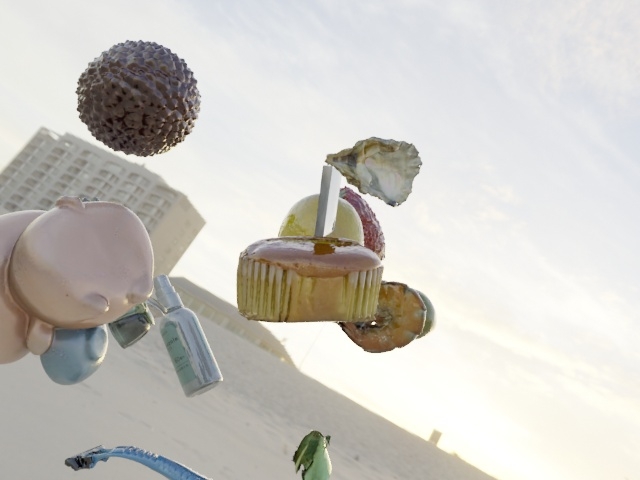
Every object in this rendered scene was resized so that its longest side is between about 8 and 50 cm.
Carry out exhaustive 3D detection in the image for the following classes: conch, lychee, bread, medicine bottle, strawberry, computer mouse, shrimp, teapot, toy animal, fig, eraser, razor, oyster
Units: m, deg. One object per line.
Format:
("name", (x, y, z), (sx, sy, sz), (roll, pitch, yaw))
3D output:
("conch", (-0.023, 0.536, 1.317), (0.105, 0.079, 0.170), (9, -67, 14))
("lychee", (-0.276, -0.216, 0.812), (0.188, 0.188, 0.188), (29, -18, 10))
("bread", (-0.020, 0.072, 1.048), (0.288, 0.156, 0.204), (4, 7, -2))
("medicine bottle", (-0.392, 0.259, 1.493), (0.352, 0.110, 0.110), (62, -11, 17))
("strawberry", (0.149, -0.062, 1.863), (0.306, 0.234, 0.137), (29, -37, -21))
("computer mouse", (-0.494, 0.177, 1.379), (0.199, 0.045, 0.102), (-13, -42, 21))
("shrimp", (0.083, 0.173, 1.205), (0.316, 0.164, 0.062), (-3, -7, 19))
("teapot", (-0.404, 0.173, 1.133), (0.092, 0.090, 0.124), (61, -15, 3))
("toy animal", (-0.337, 0.042, 0.660), (0.229, 0.221, 0.210), (42, 27, 10))
("fig", (0.321, 0.260, 1.828), (0.191, 0.181, 0.181), (24, -10, -36))
("eraser", (0.018, -0.088, 1.125), (0.023, 0.151, 0.104), (11, 13, 13))
("razor", (-0.188, 0.299, 0.666), (0.253, 0.042, 0.082), (15, -7, 12))
("oyster", (0.089, -0.096, 0.764), (0.045, 0.146, 0.122), (6, -56, 59))

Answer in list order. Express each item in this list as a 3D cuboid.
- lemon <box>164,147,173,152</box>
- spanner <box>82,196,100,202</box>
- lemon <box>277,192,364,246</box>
("lemon", (-0.470, -0.335, 1.514), (0.173, 0.173, 0.206), (34, 26, -6))
("spanner", (-0.621, -0.034, 1.501), (0.054, 0.015, 0.255), (7, 43, -49))
("lemon", (0.000, 0.004, 1.385), (0.235, 0.263, 0.236), (-4, -13, -1))
